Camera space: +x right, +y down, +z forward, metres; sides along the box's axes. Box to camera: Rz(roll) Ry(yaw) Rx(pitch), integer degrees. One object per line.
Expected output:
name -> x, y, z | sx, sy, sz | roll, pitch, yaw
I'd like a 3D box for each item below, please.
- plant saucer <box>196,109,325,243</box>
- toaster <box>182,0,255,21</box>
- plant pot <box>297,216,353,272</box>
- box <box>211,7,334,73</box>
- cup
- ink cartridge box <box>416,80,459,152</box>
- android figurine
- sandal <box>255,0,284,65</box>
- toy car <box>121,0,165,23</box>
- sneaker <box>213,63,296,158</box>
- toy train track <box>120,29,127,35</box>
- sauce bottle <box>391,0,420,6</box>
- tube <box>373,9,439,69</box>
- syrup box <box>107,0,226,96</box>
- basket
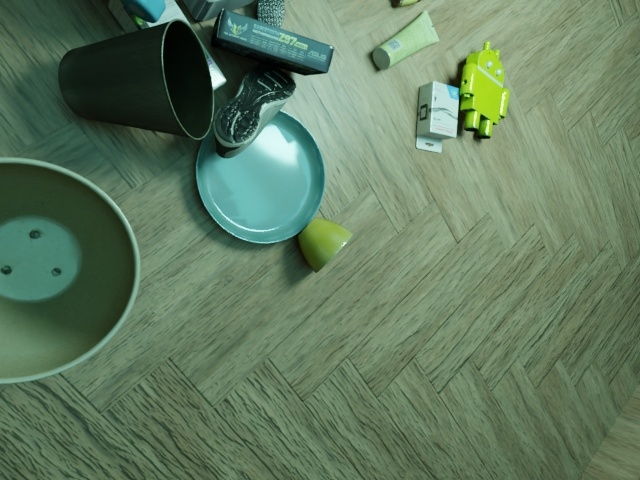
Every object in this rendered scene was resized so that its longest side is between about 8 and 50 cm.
plant saucer -> -0.136, -0.152, 1.041 | 0.318, 0.044, 0.317 | -2, 94, -29
toaster -> -0.232, -0.573, 0.928 | 0.186, 0.110, 0.168 | -34, 107, -23
plant pot -> 0.000, 0.000, 1.085 | 0.095, 0.134, 0.134 | 43, 72, -1
box -> -0.108, -0.413, 0.943 | 0.233, 0.183, 0.059 | 10, 105, -20
cup -> -0.495, 0.039, 0.745 | 0.331, 0.237, 0.330 | -2, 94, -29
ink cartridge box -> 0.338, -0.352, 1.277 | 0.104, 0.060, 0.180 | 3, 91, -30
android figurine -> 0.496, -0.455, 1.342 | 0.248, 0.056, 0.272 | 11, 88, -43
sandal -> -0.123, -0.491, 1.038 | 0.067, 0.040, 0.179 | -3, 108, -23
toy car -> -0.226, -0.482, 0.694 | 0.219, 0.238, 0.210 | -62, 150, -5
sneaker -> -0.148, -0.283, 0.958 | 0.100, 0.108, 0.271 | 37, 59, -6
toy train track -> -0.394, -0.444, 0.899 | 0.048, 0.014, 0.083 | -40, 115, -26
sauce bottle -> 0.255, -0.678, 1.227 | 0.128, 0.042, 0.042 | -27, 105, -27
tube -> 0.242, -0.547, 1.222 | 0.240, 0.062, 0.070 | -41, 152, -25
syrup box -> -0.306, -0.395, 0.895 | 0.093, 0.096, 0.236 | -43, 114, -22
basket -> -0.336, -0.287, 0.808 | 0.154, 0.227, 0.204 | -68, 158, -50
